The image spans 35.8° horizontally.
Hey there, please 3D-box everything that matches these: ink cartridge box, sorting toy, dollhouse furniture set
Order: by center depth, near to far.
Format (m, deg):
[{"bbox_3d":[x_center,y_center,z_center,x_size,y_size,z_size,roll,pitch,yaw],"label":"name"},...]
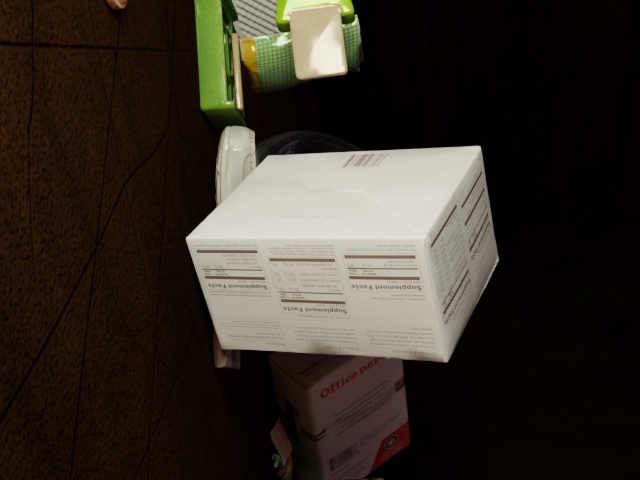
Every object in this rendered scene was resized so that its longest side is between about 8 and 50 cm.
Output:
[{"bbox_3d":[-0.039,-0.214,1.317,0.301,0.198,0.151,61,22,-80],"label":"dollhouse furniture set"},{"bbox_3d":[-0.066,0.316,1.528,0.083,0.012,0.062,-52,124,-72],"label":"sorting toy"},{"bbox_3d":[-0.035,0.395,1.574,0.076,0.059,0.151,80,6,-54],"label":"dollhouse furniture set"},{"bbox_3d":[0.036,0.269,1.657,0.114,0.197,0.272,33,-38,42],"label":"ink cartridge box"}]

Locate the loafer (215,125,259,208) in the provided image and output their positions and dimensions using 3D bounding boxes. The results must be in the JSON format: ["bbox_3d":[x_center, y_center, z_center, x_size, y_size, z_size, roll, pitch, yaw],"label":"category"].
[{"bbox_3d":[-0.066,-0.006,1.256,0.112,0.112,0.319,-91,174,-50],"label":"loafer"}]

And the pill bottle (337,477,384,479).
[{"bbox_3d":[0.015,0.404,1.466,0.094,0.170,0.094,-4,90,-86],"label":"pill bottle"}]

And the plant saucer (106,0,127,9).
[{"bbox_3d":[-0.165,-0.228,0.794,0.083,0.013,0.083,-6,90,-86],"label":"plant saucer"}]

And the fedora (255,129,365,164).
[{"bbox_3d":[0.000,0.000,1.502,0.152,0.334,0.334,129,-34,-49],"label":"fedora"}]

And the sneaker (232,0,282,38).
[{"bbox_3d":[-0.100,-0.454,1.417,0.366,0.135,0.150,94,-13,-51],"label":"sneaker"}]

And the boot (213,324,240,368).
[{"bbox_3d":[-0.103,0.086,1.130,0.106,0.037,0.114,-29,111,-72],"label":"boot"}]

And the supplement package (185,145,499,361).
[{"bbox_3d":[0.032,0.009,1.057,0.204,0.262,0.145,-51,135,-51],"label":"supplement package"}]
